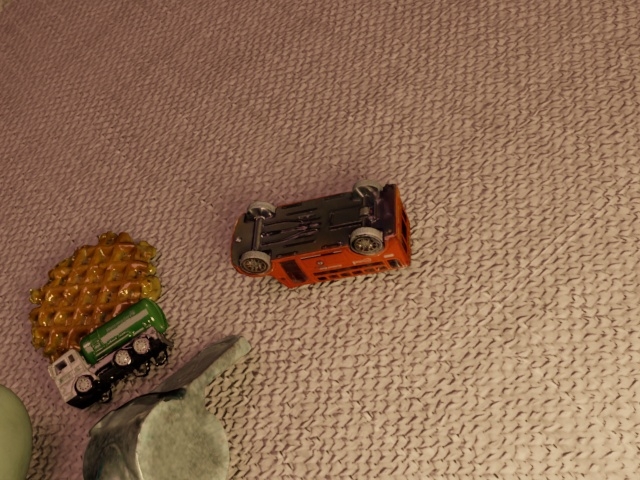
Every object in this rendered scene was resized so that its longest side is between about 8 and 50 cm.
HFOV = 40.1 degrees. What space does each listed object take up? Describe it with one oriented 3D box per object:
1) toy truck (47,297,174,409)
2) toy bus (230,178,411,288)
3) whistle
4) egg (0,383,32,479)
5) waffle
[{"bbox_3d":[-0.402,0.219,1.705,0.243,0.101,0.125,-35,67,-2],"label":"toy truck"},{"bbox_3d":[0.000,0.000,1.655,0.330,0.153,0.142,-11,50,17],"label":"toy bus"},{"bbox_3d":[-0.262,0.310,1.503,0.168,0.188,0.404,-24,40,40],"label":"whistle"},{"bbox_3d":[-0.688,0.432,1.588,0.276,0.276,0.388,22,69,36],"label":"egg"},{"bbox_3d":[-0.479,0.119,1.859,0.325,0.068,0.302,-41,48,-5],"label":"waffle"}]
